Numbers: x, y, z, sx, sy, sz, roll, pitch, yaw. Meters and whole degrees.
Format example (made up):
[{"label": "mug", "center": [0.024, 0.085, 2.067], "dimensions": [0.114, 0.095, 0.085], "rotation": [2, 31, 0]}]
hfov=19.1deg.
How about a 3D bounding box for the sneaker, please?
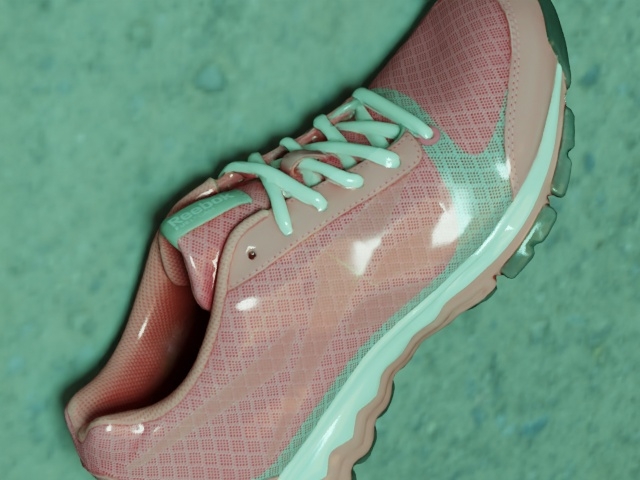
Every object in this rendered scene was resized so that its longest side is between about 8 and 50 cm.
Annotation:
[{"label": "sneaker", "center": [0.000, 0.001, 0.867], "dimensions": [0.136, 0.116, 0.314], "rotation": [33, 89, -38]}]
